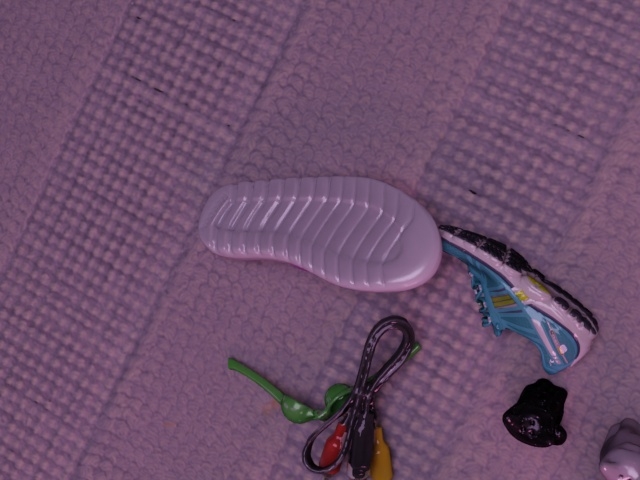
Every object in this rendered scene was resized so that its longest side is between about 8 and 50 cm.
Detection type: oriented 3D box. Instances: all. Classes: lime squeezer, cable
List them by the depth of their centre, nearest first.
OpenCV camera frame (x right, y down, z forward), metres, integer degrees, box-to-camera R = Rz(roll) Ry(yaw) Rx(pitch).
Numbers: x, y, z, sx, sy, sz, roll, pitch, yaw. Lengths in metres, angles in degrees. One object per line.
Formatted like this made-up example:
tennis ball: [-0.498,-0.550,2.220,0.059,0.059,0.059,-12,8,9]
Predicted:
cable: [0.055,0.243,1.551,0.140,0.072,0.287,10,94,1]
lime squeezer: [0.005,0.223,1.602,0.310,0.059,0.110,-7,52,18]

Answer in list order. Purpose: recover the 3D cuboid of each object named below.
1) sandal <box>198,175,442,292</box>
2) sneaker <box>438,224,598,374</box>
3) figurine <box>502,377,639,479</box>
sandal: [0.006,-0.014,1.591,0.416,0.102,0.169,13,75,31]
sneaker: [0.260,0.079,1.497,0.275,0.107,0.110,42,109,16]
figurine: [0.348,0.266,1.394,0.215,0.209,0.092,24,94,18]
